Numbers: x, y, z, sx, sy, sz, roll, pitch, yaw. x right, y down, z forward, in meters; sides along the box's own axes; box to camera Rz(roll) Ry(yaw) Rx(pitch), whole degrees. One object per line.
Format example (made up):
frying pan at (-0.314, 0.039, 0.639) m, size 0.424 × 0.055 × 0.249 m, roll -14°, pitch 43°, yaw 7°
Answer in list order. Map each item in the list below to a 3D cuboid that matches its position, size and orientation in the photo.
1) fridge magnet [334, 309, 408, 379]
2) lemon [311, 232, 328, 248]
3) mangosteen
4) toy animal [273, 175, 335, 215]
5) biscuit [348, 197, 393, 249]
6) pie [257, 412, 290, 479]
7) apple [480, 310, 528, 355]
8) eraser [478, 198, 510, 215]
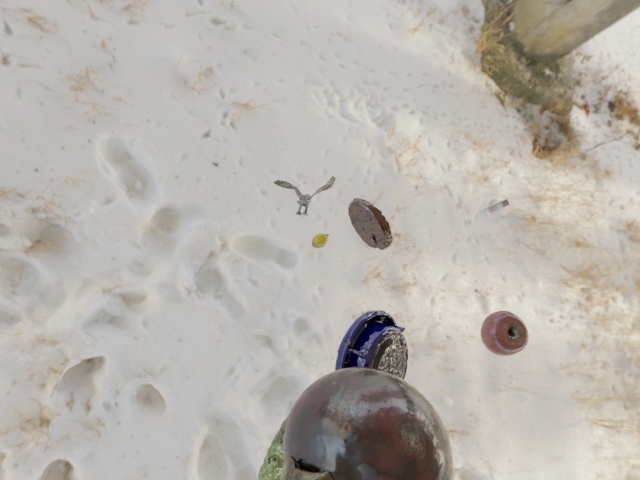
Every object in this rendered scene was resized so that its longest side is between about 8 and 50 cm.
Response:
fridge magnet at (0.137, 0.312, 1.065) m, size 0.265 × 0.112 × 0.266 m, roll -9°, pitch 102°, yaw -47°
lemon at (0.000, 0.000, 1.854) m, size 0.092 × 0.065 × 0.065 m, roll -35°, pitch 95°, yaw 7°
mangosteen at (0.066, 0.366, 0.688) m, size 0.310 × 0.311 × 0.312 m, roll 7°, pitch 74°, yaw -25°
toy animal at (-0.079, -0.189, 1.878) m, size 0.272 × 0.197 × 0.160 m, roll 8°, pitch 65°, yaw 4°
biscuit at (0.155, -0.051, 1.300) m, size 0.049 × 0.192 × 0.192 m, roll -37°, pitch 95°, yaw -21°
pie at (-0.034, 0.572, 0.971) m, size 0.323 × 0.070 × 0.323 m, roll 47°, pitch 27°, yaw -34°
apple at (0.623, 0.319, 1.423) m, size 0.153 × 0.120 × 0.154 m, roll 4°, pitch 72°, yaw -13°
eraser at (0.674, -0.127, 1.610) m, size 0.105 × 0.065 × 0.026 m, roll -24°, pitch 86°, yaw -8°
